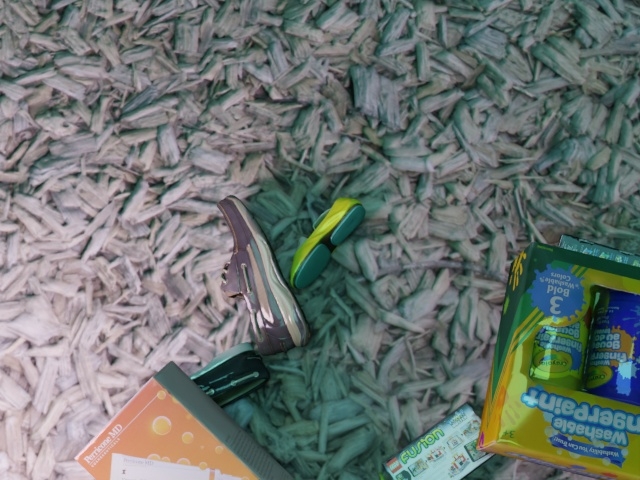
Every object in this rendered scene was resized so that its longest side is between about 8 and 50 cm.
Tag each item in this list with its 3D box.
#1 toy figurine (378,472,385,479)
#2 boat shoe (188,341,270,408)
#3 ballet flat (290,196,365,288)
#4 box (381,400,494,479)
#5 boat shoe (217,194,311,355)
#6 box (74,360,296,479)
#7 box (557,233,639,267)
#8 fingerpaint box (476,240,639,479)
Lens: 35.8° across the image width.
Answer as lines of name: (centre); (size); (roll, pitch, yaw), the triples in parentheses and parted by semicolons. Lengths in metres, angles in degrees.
toy figurine: (0.075, 0.538, 1.843); (0.159, 0.130, 0.173); (-23, 50, -3)
boat shoe: (-0.242, 0.317, 1.953); (0.303, 0.114, 0.091); (-35, 67, -4)
ballet flat: (0.000, 0.000, 2.050); (0.077, 0.077, 0.231); (31, 75, 36)
box: (0.234, 0.417, 1.905); (0.207, 0.036, 0.114); (-35, 72, -4)
boat shoe: (-0.143, 0.071, 2.007); (0.130, 0.132, 0.355); (-26, 71, -2)
box: (-0.239, 0.427, 1.827); (0.345, 0.168, 0.215); (44, 94, 0)
box: (0.523, 0.114, 1.925); (0.175, 0.051, 0.220); (16, 92, 10)
fingerpaint box: (0.539, 0.240, 1.756); (0.445, 0.163, 0.371); (14, 73, 1)
